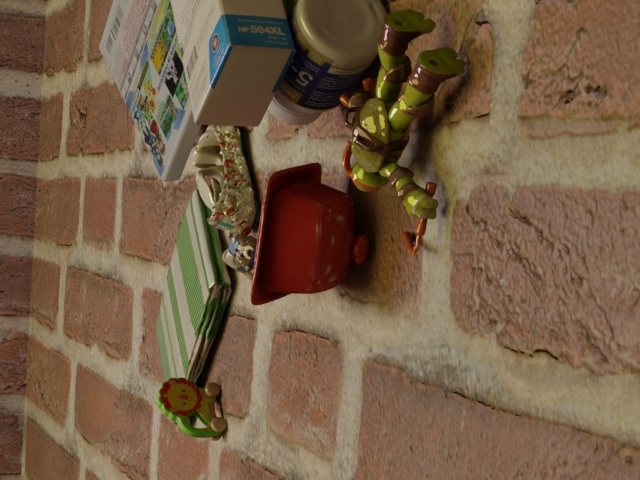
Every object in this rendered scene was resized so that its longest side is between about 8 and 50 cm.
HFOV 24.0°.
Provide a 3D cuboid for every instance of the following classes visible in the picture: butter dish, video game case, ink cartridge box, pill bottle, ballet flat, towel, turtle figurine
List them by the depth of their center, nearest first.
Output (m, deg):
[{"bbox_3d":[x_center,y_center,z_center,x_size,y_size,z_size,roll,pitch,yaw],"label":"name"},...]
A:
[{"bbox_3d":[0.068,-0.134,1.603,0.269,0.087,0.217,-109,30,-45],"label":"turtle figurine"},{"bbox_3d":[0.000,0.000,1.744,0.160,0.118,0.160,-19,-60,-67],"label":"butter dish"},{"bbox_3d":[-0.107,-0.257,1.762,0.148,0.085,0.203,121,143,-51],"label":"ink cartridge box"},{"bbox_3d":[-0.003,-0.215,1.768,0.187,0.112,0.112,129,139,-58],"label":"pill bottle"},{"bbox_3d":[-0.146,-0.106,2.183,0.241,0.077,0.091,-108,28,-44],"label":"ballet flat"},{"bbox_3d":[-0.241,-0.307,2.308,0.300,0.036,0.329,62,144,29],"label":"video game case"},{"bbox_3d":[-0.205,0.104,2.374,0.248,0.038,0.325,-107,27,-46],"label":"towel"}]

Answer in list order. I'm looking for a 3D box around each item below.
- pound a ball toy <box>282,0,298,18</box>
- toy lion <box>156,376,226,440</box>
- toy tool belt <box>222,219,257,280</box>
[{"bbox_3d":[-0.053,-0.357,1.889,0.208,0.135,0.319,-165,78,-69],"label":"pound a ball toy"},{"bbox_3d":[-0.195,0.248,2.237,0.034,0.096,0.100,115,149,-46],"label":"toy lion"},{"bbox_3d":[-0.101,0.015,2.104,0.051,0.052,0.083,44,140,22],"label":"toy tool belt"}]
